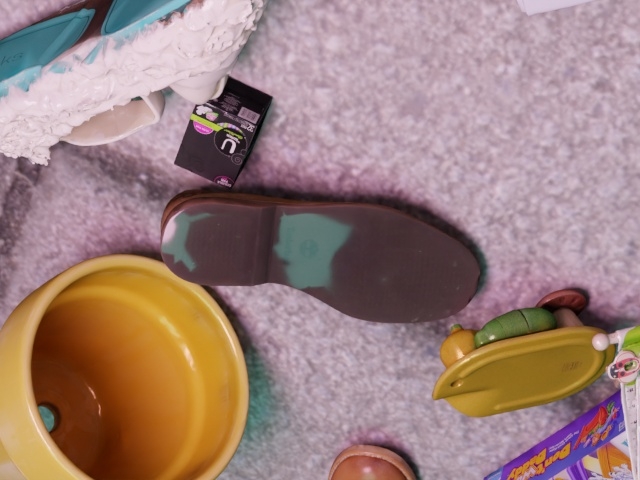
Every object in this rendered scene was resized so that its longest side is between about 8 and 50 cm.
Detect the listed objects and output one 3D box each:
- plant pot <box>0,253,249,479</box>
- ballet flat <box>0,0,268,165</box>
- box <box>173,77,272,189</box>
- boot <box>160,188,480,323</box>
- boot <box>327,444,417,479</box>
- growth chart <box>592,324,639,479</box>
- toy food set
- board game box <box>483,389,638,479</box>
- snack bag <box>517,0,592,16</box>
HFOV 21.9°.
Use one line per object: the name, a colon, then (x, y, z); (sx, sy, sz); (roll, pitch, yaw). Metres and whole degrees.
plant pot: (-0.239, 0.164, 1.680); (0.254, 0.254, 0.239); (44, 143, -16)
ballet flat: (-0.161, -0.167, 1.465); (0.409, 0.147, 0.147); (-18, 119, 37)
box: (-0.090, -0.101, 1.531); (0.062, 0.052, 0.083); (25, 131, -1)
boot: (0.000, 0.000, 1.560); (0.305, 0.115, 0.112); (11, 106, -10)
boot: (0.020, 0.373, 1.746); (0.109, 0.220, 0.283); (20, 130, 4)
growth chart: (0.354, 0.169, 1.535); (0.172, 0.021, 0.237); (-18, 106, -9)
toy food set: (0.201, 0.098, 1.555); (0.218, 0.071, 0.128); (-9, 145, -12)
board game box: (0.361, 0.318, 1.679); (0.347, 0.078, 0.233); (39, 129, -12)
snack bag: (0.245, -0.348, 1.236); (0.323, 0.037, 0.342); (-12, 122, 26)
